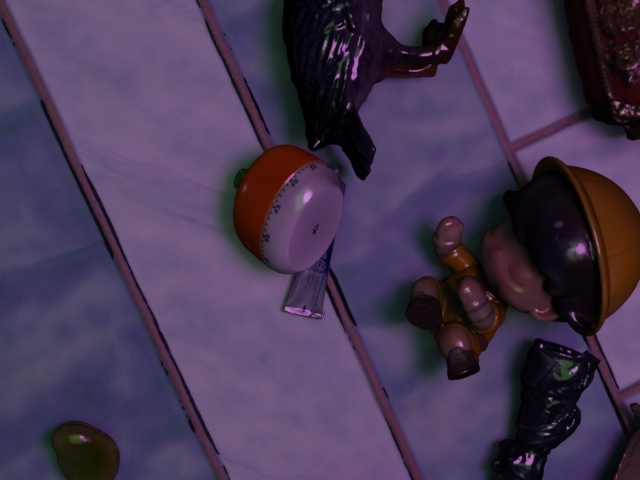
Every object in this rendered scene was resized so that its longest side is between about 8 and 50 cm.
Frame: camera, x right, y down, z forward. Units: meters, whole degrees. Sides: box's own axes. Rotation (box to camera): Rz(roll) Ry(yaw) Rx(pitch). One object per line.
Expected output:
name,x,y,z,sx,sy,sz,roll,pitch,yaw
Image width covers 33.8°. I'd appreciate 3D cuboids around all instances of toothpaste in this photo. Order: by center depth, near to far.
toothpaste,0.000,0.000,1.144,0.045,0.028,0.170,13,91,-13

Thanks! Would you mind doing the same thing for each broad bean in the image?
broad bean,-0.246,0.225,1.107,0.063,0.045,0.083,-35,102,-4

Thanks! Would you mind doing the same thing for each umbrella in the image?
umbrella,0.236,0.219,1.159,0.080,0.071,0.224,19,95,3

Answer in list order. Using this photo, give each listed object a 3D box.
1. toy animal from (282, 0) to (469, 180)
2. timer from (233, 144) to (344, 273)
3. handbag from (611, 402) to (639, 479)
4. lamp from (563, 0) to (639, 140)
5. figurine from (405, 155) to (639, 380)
toy animal,0.044,-0.214,1.103,0.185,0.122,0.298,17,82,-12
timer,-0.045,-0.039,1.098,0.136,0.099,0.136,2,93,33
handbag,0.416,0.320,1.158,0.270,0.117,0.182,33,73,-6
lamp,0.352,-0.246,1.122,0.177,0.177,0.274,-13,90,-7
figurine,0.217,0.030,1.109,0.257,0.167,0.192,-32,61,18
